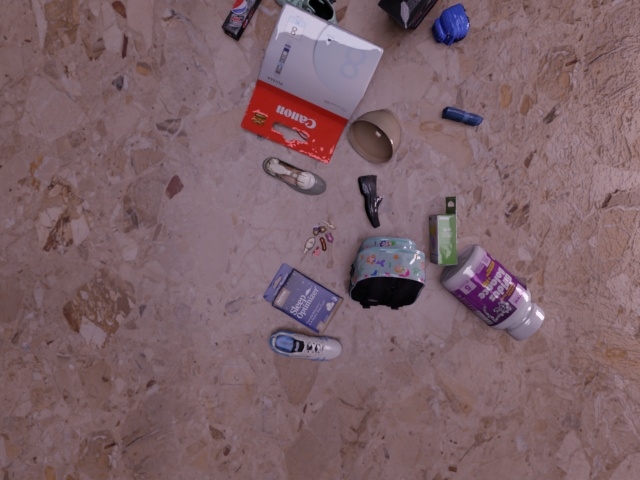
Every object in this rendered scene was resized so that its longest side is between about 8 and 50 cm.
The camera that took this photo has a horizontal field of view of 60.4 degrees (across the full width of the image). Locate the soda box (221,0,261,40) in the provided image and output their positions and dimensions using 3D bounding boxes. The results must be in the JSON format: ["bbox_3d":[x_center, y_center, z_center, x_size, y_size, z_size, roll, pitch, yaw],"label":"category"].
[{"bbox_3d":[-0.237,-0.704,1.685,0.053,0.060,0.169,30,91,-2],"label":"soda box"}]

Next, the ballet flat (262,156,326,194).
[{"bbox_3d":[-0.083,-0.198,1.708,0.213,0.068,0.072,23,92,-3],"label":"ballet flat"}]

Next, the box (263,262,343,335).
[{"bbox_3d":[-0.057,0.185,1.742,0.225,0.036,0.137,31,91,-2],"label":"box"}]

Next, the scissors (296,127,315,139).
[{"bbox_3d":[-0.081,-0.458,1.720,0.108,0.021,0.297,-31,95,2],"label":"scissors"}]

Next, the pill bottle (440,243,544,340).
[{"bbox_3d":[0.533,0.166,1.692,0.301,0.169,0.169,40,91,-3],"label":"pill bottle"}]

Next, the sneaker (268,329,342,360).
[{"bbox_3d":[-0.047,0.335,1.723,0.237,0.086,0.085,8,90,-3],"label":"sneaker"}]

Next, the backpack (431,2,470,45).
[{"bbox_3d":[0.399,-0.654,1.677,0.101,0.120,0.098,-26,94,-1],"label":"backpack"}]

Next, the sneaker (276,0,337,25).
[{"bbox_3d":[-0.050,-0.728,1.645,0.255,0.151,0.094,37,92,-2],"label":"sneaker"}]

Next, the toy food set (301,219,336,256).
[{"bbox_3d":[0.000,0.000,1.742,0.077,0.019,0.122,27,91,-3],"label":"toy food set"}]

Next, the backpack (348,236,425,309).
[{"bbox_3d":[0.201,0.093,1.639,0.224,0.253,0.191,5,72,-1],"label":"backpack"}]

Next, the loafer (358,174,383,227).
[{"bbox_3d":[0.167,-0.124,1.724,0.061,0.062,0.170,-14,94,-6],"label":"loafer"}]

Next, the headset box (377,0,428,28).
[{"bbox_3d":[0.291,-0.731,1.582,0.110,0.293,0.218,39,116,-1],"label":"headset box"}]

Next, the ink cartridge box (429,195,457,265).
[{"bbox_3d":[0.379,-0.031,1.708,0.062,0.109,0.210,-2,93,-3],"label":"ink cartridge box"}]

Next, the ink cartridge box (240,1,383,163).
[{"bbox_3d":[-0.035,-0.450,1.627,0.307,0.091,0.385,22,108,-9],"label":"ink cartridge box"}]

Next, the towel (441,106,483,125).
[{"bbox_3d":[0.441,-0.385,1.716,0.119,0.067,0.029,17,90,-3],"label":"towel"}]

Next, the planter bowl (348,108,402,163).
[{"bbox_3d":[0.181,-0.331,1.679,0.162,0.162,0.109,43,63,-3],"label":"planter bowl"}]
